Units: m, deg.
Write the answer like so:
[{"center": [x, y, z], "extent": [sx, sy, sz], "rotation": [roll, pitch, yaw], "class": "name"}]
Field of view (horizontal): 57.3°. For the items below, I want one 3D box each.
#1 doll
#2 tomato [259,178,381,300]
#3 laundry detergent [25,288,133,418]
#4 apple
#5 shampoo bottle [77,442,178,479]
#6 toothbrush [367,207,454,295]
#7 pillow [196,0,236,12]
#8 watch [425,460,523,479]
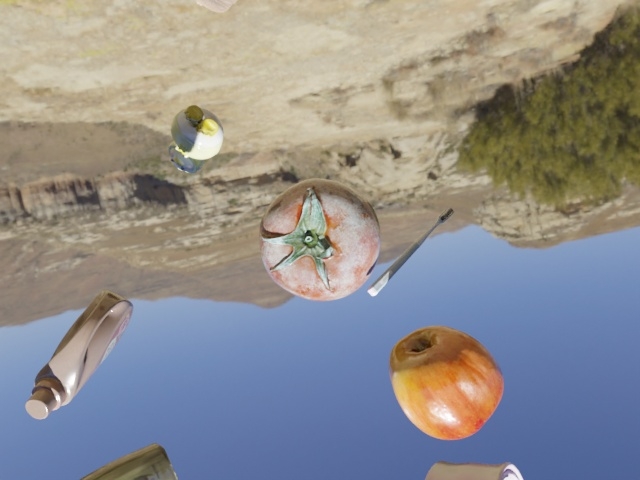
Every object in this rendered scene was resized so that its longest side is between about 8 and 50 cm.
[{"center": [-0.344, -0.254, 1.560], "extent": [0.296, 0.141, 0.117], "rotation": [-43, -166, 53], "class": "doll"}, {"center": [0.000, 0.000, 1.498], "extent": [0.317, 0.316, 0.282], "rotation": [-11, 178, 11], "class": "tomato"}, {"center": [-0.408, 0.182, 1.002], "extent": [0.171, 0.076, 0.237], "rotation": [-57, -174, 26], "class": "laundry detergent"}, {"center": [0.284, 0.316, 1.348], "extent": [0.242, 0.241, 0.242], "rotation": [-36, -162, 14], "class": "apple"}, {"center": [-0.440, 0.510, 1.081], "extent": [0.350, 0.125, 0.084], "rotation": [-23, -174, -33], "class": "shampoo bottle"}, {"center": [0.233, 0.024, 1.479], "extent": [0.342, 0.025, 0.030], "rotation": [-42, 180, -25], "class": "toothbrush"}, {"center": [-0.150, -0.487, 1.004], "extent": [0.211, 0.034, 0.135], "rotation": [-36, 154, 22], "class": "pillow"}, {"center": [0.184, 0.381, 0.762], "extent": [0.211, 0.248, 0.217], "rotation": [-13, -160, 31], "class": "watch"}]
